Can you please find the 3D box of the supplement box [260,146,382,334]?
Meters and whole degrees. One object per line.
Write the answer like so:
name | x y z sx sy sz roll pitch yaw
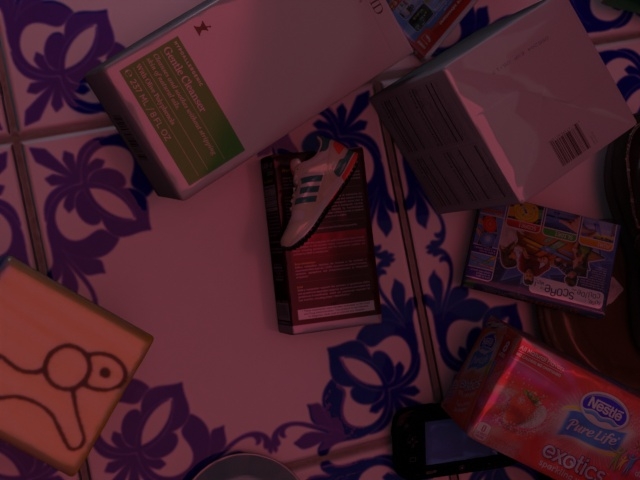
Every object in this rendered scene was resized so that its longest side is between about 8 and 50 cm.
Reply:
supplement box | 0.000 0.000 1.613 0.130 0.073 0.239 -6 91 -17

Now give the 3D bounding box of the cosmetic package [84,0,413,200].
cosmetic package | -0.092 -0.228 1.544 0.366 0.155 0.197 -35 105 -14

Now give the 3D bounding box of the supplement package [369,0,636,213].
supplement package | 0.233 -0.172 1.592 0.199 0.263 0.198 -34 98 -16

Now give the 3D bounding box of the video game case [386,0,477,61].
video game case | 0.107 -0.421 1.685 0.285 0.025 0.204 43 77 -12

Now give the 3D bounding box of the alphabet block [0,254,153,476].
alphabet block | -0.342 0.145 1.439 0.197 0.193 0.192 33 81 -14

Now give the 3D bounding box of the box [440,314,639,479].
box | 0.337 0.240 1.612 0.300 0.142 0.154 28 93 -12

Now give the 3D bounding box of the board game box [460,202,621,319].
board game box | 0.310 0.021 1.690 0.201 0.035 0.136 14 74 1

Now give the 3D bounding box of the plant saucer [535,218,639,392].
plant saucer | 0.445 0.100 1.744 0.278 0.041 0.277 4 77 -16

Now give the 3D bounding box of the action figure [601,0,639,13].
action figure | 0.529 -0.365 1.797 0.232 0.063 0.137 22 80 -12

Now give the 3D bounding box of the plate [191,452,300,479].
plate | -0.104 0.375 1.596 0.188 0.024 0.188 1 87 -17

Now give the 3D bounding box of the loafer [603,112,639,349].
loafer | 0.503 -0.014 1.697 0.134 0.130 0.365 -4 78 -19

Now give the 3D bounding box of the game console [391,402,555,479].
game console | 0.271 0.284 1.708 0.362 0.044 0.213 -5 89 -17

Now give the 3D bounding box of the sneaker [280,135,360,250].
sneaker | -0.018 -0.063 1.550 0.075 0.057 0.161 34 79 4
